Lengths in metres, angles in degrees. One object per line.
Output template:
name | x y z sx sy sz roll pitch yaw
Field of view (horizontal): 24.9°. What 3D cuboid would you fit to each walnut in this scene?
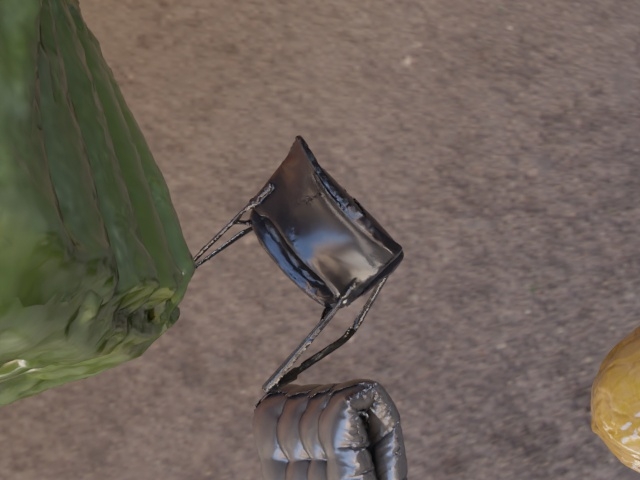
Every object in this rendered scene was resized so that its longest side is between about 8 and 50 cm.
walnut | 0.337 0.135 1.269 0.206 0.159 0.159 -17 83 16

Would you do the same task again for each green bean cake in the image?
green bean cake | -0.164 0.009 0.405 0.248 0.222 0.125 -24 84 4

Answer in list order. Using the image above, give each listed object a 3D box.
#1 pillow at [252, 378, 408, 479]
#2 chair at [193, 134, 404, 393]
pillow | 0.029 0.313 1.562 0.228 0.101 0.326 -14 92 59
chair | 0.000 0.000 1.214 0.140 0.145 0.221 47 135 8
